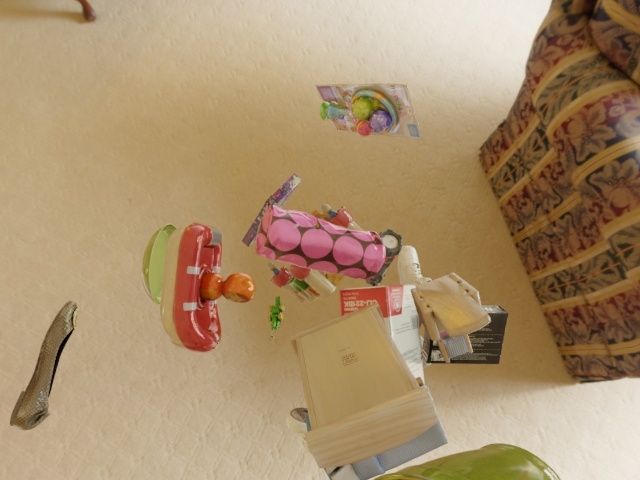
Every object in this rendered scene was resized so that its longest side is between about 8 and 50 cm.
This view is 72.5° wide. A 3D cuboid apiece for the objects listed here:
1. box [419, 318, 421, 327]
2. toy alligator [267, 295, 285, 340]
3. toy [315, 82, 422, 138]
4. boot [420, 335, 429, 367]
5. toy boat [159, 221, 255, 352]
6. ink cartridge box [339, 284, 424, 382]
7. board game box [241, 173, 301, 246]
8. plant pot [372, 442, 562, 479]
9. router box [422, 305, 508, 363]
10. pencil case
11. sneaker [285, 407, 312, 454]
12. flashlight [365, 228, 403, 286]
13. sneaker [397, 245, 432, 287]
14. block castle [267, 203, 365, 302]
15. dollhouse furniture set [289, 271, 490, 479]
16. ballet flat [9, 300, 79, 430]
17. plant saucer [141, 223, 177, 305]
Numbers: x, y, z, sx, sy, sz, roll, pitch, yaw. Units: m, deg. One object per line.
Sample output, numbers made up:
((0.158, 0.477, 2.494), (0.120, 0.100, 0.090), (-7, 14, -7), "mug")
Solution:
((0.258, 0.334, 1.701), (0.269, 0.216, 0.060), (-7, 43, -11), "box")
((-0.163, 0.298, 1.630), (0.056, 0.051, 0.190), (-12, 48, 20), "toy alligator")
((0.092, -0.270, 0.954), (0.237, 0.137, 0.056), (20, 65, 40), "toy")
((0.286, 0.371, 1.434), (0.123, 0.258, 0.095), (-37, 41, -6), "boot")
((-0.192, 0.086, 0.791), (0.151, 0.151, 0.231), (5, 88, 6), "toy boat")
((0.139, 0.236, 0.945), (0.114, 0.197, 0.273), (-8, 81, 28), "ink cartridge box")
((-0.215, -0.124, 1.876), (0.056, 0.347, 0.208), (44, 51, 1), "board game box")
((0.297, 0.552, 0.805), (0.352, 0.366, 0.367), (-2, 67, -46), "plant pot")
((0.335, 0.219, 1.017), (0.178, 0.046, 0.133), (3, 105, -7), "router box")
((0.000, 0.000, 0.729), (0.209, 0.098, 0.095), (17, 115, -16), "pencil case")
((-0.014, 0.559, 1.248), (0.105, 0.290, 0.123), (21, 79, 39), "sneaker")
((0.234, 0.072, 1.712), (0.103, 0.304, 0.103), (30, 61, 8), "flashlight")
((0.404, 0.149, 1.794), (0.108, 0.169, 0.293), (10, 72, -25), "sneaker")
((-0.024, 0.050, 1.599), (0.212, 0.453, 0.303), (41, 73, -5), "block castle")
((0.126, 0.258, 0.590), (0.286, 0.198, 0.304), (-21, 112, -1), "dollhouse furniture set")
((-0.528, 0.242, 0.865), (0.058, 0.084, 0.250), (16, 62, -12), "ballet flat")
((-0.468, 0.069, 1.285), (0.037, 0.241, 0.241), (6, 73, 1), "plant saucer")
